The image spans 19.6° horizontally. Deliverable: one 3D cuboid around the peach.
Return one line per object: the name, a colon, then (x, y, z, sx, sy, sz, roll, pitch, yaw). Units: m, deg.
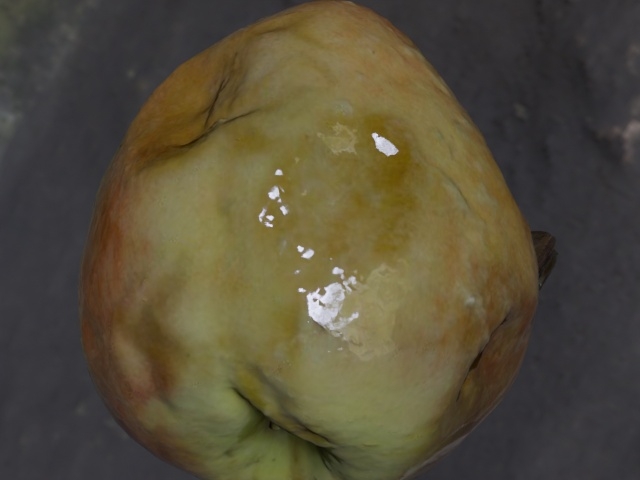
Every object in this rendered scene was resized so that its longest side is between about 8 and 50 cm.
peach: (0.000, 0.000, 0.864, 0.214, 0.214, 0.235, -18, 54, 55)

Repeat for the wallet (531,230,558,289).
wallet: (0.071, 0.027, 1.585, 0.255, 0.031, 0.137, 0, 24, 28)
